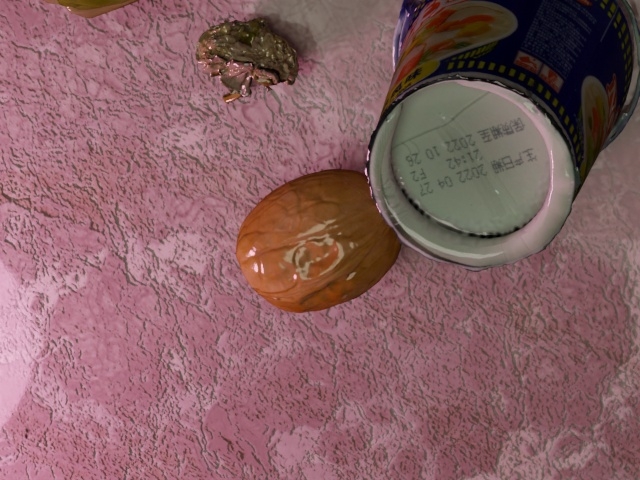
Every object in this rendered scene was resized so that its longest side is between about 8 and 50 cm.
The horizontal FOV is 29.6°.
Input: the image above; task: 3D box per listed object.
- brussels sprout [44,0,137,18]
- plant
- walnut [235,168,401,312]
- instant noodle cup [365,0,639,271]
[{"bbox_3d":[-0.231,-0.403,1.323,0.328,0.247,0.328,0,89,24],"label":"brussels sprout"},{"bbox_3d":[-0.089,-0.196,1.420,0.116,0.104,0.122,40,139,24],"label":"plant"},{"bbox_3d":[0.000,0.000,1.416,0.206,0.159,0.159,-28,96,21],"label":"walnut"},{"bbox_3d":[0.173,-0.128,1.219,0.284,0.312,0.284,8,119,14],"label":"instant noodle cup"}]
